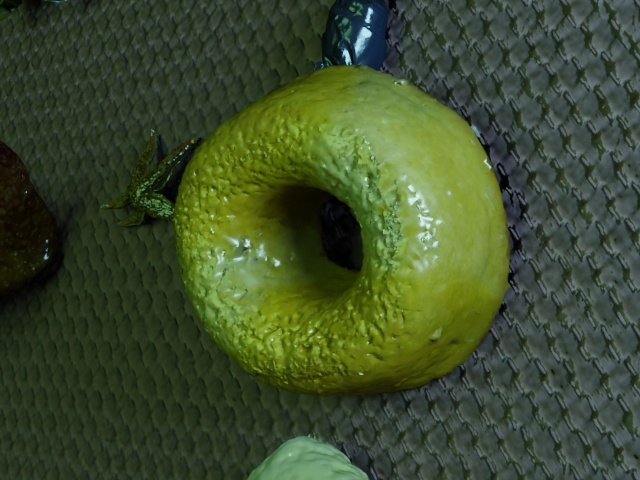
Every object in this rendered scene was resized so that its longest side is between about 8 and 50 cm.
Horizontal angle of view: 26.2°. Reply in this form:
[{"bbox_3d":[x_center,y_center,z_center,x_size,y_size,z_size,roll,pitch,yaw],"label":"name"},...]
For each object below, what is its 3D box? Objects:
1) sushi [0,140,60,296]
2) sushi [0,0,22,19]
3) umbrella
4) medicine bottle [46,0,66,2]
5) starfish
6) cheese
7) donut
[{"bbox_3d":[-0.406,0.008,1.478,0.296,0.179,0.167,-13,68,44],"label":"sushi"},{"bbox_3d":[-0.379,-0.387,1.580,0.131,0.139,0.291,-29,61,17],"label":"sushi"},{"bbox_3d":[0.022,-0.153,1.131,0.071,0.071,0.248,24,102,46],"label":"umbrella"},{"bbox_3d":[-0.233,-0.352,1.406,0.239,0.124,0.124,-28,63,39],"label":"medicine bottle"},{"bbox_3d":[-0.157,-0.046,1.322,0.130,0.041,0.133,46,116,40],"label":"starfish"},{"bbox_3d":[0.012,0.238,1.048,0.167,0.094,0.123,39,109,43],"label":"cheese"},{"bbox_3d":[0.002,-0.001,1.048,0.277,0.108,0.277,7,101,37],"label":"donut"}]
